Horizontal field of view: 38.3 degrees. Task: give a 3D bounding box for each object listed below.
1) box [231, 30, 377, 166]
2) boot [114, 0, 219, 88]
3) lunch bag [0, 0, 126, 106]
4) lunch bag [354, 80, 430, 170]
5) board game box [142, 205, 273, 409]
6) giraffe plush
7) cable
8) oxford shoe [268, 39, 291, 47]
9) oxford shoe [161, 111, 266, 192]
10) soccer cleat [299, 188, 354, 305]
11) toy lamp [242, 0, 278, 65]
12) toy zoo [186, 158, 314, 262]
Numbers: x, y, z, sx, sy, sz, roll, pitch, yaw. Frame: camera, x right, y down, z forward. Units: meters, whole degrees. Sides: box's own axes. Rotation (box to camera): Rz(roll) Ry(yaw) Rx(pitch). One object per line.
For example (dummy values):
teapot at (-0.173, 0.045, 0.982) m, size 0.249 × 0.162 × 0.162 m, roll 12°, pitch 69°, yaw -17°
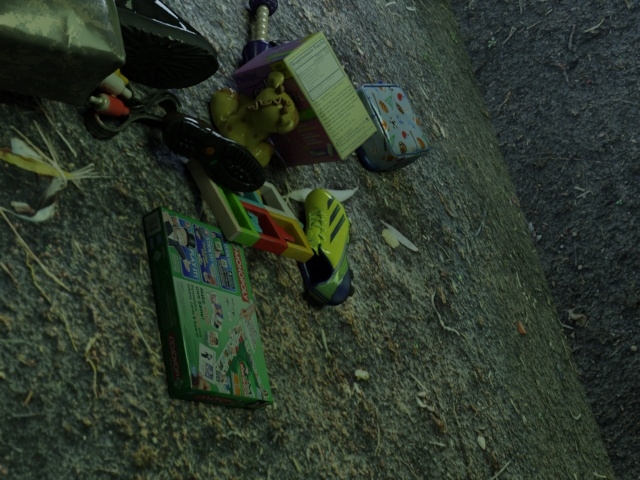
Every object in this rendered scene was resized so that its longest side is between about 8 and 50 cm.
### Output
box at (-0.035, -0.290, 1.941) m, size 0.117 × 0.213 × 0.243 m, roll -41°, pitch 112°, yaw -27°
boot at (-0.354, -0.524, 1.659) m, size 0.367 × 0.146 × 0.445 m, roll 15°, pitch 55°, yaw -63°
lunch bag at (-0.440, -0.366, 1.337) m, size 0.235 × 0.169 × 0.287 m, roll 6°, pitch 63°, yaw -45°
lunch bag at (0.173, -0.317, 2.507) m, size 0.243 × 0.115 × 0.303 m, roll 64°, pitch 27°, yaw 5°
board game box at (-0.186, 0.116, 1.536) m, size 0.213 × 0.046 × 0.317 m, roll 25°, pitch 45°, yaw -53°
giraffe plush at (-0.119, -0.247, 1.841) m, size 0.181 × 0.170 × 0.210 m, roll 62°, pitch 26°, yaw -4°
cable at (-0.314, -0.232, 1.585) m, size 0.287 × 0.072 × 0.140 m, roll 13°, pitch 61°, yaw -58°
oxford shoe at (-0.065, -0.351, 2.149) m, size 0.098 × 0.097 × 0.271 m, roll 5°, pitch 56°, yaw -37°
oxford shoe at (-0.190, -0.168, 1.674) m, size 0.227 × 0.083 × 0.096 m, roll 36°, pitch 15°, yaw -32°
soccer cleat at (0.001, 0.000, 1.931) m, size 0.121 × 0.093 × 0.289 m, roll 26°, pitch 44°, yaw -42°
toy lamp at (-0.139, -0.471, 2.117) m, size 0.080 × 0.080 × 0.275 m, roll 43°, pitch 30°, yaw -36°
toy zoo at (-0.118, -0.054, 1.773) m, size 0.293 × 0.030 × 0.192 m, roll 19°, pitch 35°, yaw -55°
